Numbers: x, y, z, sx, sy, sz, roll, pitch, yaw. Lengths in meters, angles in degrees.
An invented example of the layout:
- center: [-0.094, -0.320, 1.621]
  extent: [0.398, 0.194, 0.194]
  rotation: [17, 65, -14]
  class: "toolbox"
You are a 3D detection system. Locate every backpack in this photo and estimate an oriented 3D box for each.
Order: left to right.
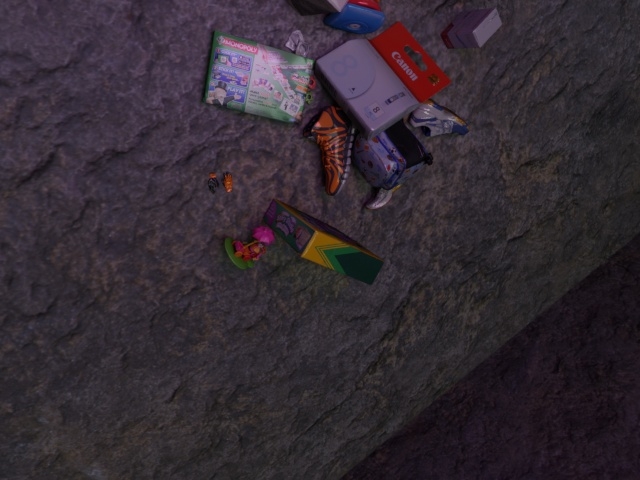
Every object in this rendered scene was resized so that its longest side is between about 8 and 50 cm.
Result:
- center: [0.246, -0.310, 1.575]
  extent: [0.213, 0.276, 0.263]
  rotation: [-26, 164, -9]
  class: "backpack"

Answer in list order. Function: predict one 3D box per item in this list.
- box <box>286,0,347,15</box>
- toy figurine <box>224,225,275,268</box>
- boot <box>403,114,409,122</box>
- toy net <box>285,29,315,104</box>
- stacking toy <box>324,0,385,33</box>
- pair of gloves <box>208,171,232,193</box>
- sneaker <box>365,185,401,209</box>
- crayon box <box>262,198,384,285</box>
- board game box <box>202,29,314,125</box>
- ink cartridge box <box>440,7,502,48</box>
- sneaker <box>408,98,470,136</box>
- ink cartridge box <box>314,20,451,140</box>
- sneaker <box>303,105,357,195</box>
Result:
- center: [-0.015, -0.736, 1.245]
  extent: [0.113, 0.275, 0.094]
  rotation: [31, 97, -34]
  class: "box"
- center: [-0.228, 0.017, 1.526]
  extent: [0.159, 0.130, 0.173]
  rotation: [-29, 148, 13]
  class: "toy figurine"
- center: [0.276, -0.540, 1.614]
  extent: [0.197, 0.073, 0.152]
  rotation: [1, 112, -41]
  class: "boot"
- center: [-0.062, -0.577, 1.429]
  extent: [0.122, 0.045, 0.232]
  rotation: [-6, 113, -25]
  class: "toy net"
- center: [0.123, -0.841, 1.370]
  extent: [0.166, 0.175, 0.301]
  rotation: [2, 97, -23]
  class: "stacking toy"
- center: [-0.342, -0.198, 1.464]
  extent: [0.083, 0.010, 0.074]
  rotation: [-8, 115, -24]
  class: "pair of gloves"
- center: [0.253, -0.219, 1.740]
  extent: [0.093, 0.088, 0.225]
  rotation: [43, 80, -27]
  class: "sneaker"
- center: [0.000, 0.000, 1.520]
  extent: [0.313, 0.363, 0.106]
  rotation: [23, 98, -34]
  class: "crayon box"
- center: [-0.195, -0.508, 1.354]
  extent: [0.318, 0.046, 0.213]
  rotation: [9, 106, -20]
  class: "board game box"
- center: [0.561, -0.789, 1.592]
  extent: [0.127, 0.175, 0.072]
  rotation: [-47, 124, -3]
  class: "ink cartridge box"
- center: [0.481, -0.480, 1.745]
  extent: [0.297, 0.111, 0.131]
  rotation: [15, 121, -31]
  class: "sneaker"
- center: [0.222, -0.570, 1.454]
  extent: [0.385, 0.091, 0.308]
  rotation: [-36, 83, -9]
  class: "ink cartridge box"
- center: [0.015, -0.329, 1.548]
  extent: [0.180, 0.125, 0.320]
  rotation: [6, 97, -26]
  class: "sneaker"
